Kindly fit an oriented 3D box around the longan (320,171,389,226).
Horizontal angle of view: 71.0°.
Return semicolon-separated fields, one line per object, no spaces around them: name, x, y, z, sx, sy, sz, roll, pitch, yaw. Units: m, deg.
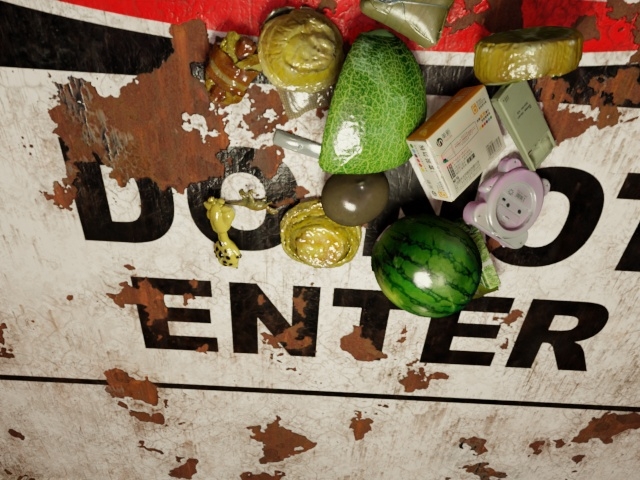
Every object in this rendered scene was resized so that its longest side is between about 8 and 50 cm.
longan;0.108;-0.140;1.397;0.220;0.196;0.196;-29;119;3

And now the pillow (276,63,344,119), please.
pillow;-0.018;-0.440;1.301;0.211;0.034;0.135;-15;120;9

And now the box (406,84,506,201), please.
box;0.393;-0.277;1.282;0.274;0.091;0.220;-42;119;-18

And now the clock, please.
clock;0.600;-0.119;1.426;0.227;0.090;0.248;29;91;-18

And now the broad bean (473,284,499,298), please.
broad bean;0.507;0.189;1.678;0.325;0.067;0.075;-3;110;0

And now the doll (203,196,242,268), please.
doll;-0.334;-0.024;1.544;0.117;0.086;0.291;8;126;17

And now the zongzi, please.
zongzi;0.244;-0.648;1.121;0.228;0.115;0.256;24;114;-9

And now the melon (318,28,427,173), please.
melon;0.140;-0.382;1.238;0.331;0.226;0.343;-8;131;-12

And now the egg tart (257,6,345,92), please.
egg tart;-0.045;-0.503;1.193;0.252;0.098;0.232;30;96;-19

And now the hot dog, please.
hot dog;-0.247;-0.468;1.245;0.146;0.103;0.213;27;121;-18

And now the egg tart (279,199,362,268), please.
egg tart;0.000;0.000;1.532;0.294;0.123;0.294;0;124;-1

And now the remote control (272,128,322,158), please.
remote control;-0.058;-0.293;1.399;0.184;0.027;0.050;17;122;-11

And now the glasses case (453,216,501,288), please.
glasses case;0.547;0.045;1.567;0.062;0.095;0.272;-28;118;9

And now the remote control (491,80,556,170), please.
remote control;0.605;-0.342;1.325;0.123;0.038;0.285;-48;118;-9

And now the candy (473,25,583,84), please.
candy;0.523;-0.473;1.140;0.260;0.260;0.118;-6;122;5

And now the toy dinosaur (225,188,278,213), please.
toy dinosaur;-0.237;-0.115;1.514;0.162;0.039;0.126;-22;124;25

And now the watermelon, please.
watermelon;0.344;0.081;1.451;0.363;0.363;0.363;0;123;1
